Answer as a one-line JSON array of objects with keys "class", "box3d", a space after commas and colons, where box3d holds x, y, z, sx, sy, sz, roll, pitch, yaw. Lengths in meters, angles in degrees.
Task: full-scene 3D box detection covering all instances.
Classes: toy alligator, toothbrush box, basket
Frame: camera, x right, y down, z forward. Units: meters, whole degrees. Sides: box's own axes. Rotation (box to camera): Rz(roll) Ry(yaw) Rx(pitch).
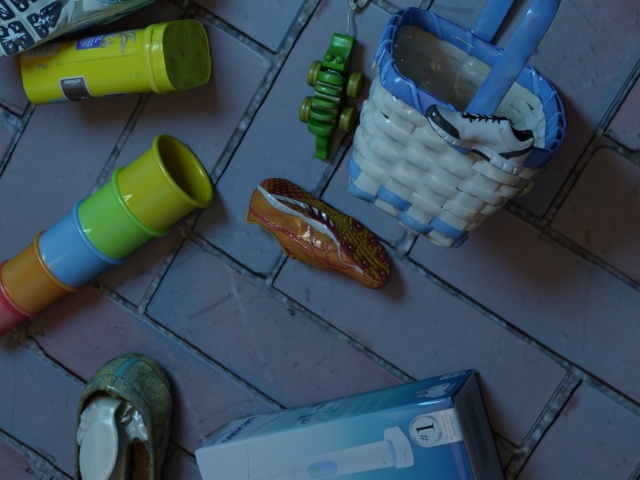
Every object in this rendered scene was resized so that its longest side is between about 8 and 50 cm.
[{"class": "toy alligator", "box3d": [0.015, -0.175, 1.838, 0.056, 0.051, 0.190, 16, 104, 13]}, {"class": "toothbrush box", "box3d": [0.043, 0.280, 1.869, 0.295, 0.126, 0.216, -15, 96, 18]}, {"class": "basket", "box3d": [0.153, -0.161, 1.704, 0.201, 0.255, 0.289, 24, 120, -3]}]

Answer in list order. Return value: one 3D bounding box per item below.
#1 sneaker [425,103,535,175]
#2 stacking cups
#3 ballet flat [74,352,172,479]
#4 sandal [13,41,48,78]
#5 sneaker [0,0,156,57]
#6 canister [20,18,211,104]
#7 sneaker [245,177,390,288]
[{"class": "sneaker", "box3d": [0.144, -0.100, 1.574, 0.109, 0.040, 0.044, 23, 119, -21]}, {"class": "stacking cups", "box3d": [-0.267, 0.006, 1.932, 0.316, 0.096, 0.096, -34, 89, 19]}, {"class": "ballet flat", "box3d": [-0.233, 0.300, 1.964, 0.123, 0.123, 0.349, 9, 102, 15]}, {"class": "sandal", "box3d": [-0.353, -0.293, 1.912, 0.079, 0.088, 0.240, -2, 104, 11]}, {"class": "sneaker", "box3d": [-0.275, -0.248, 1.840, 0.283, 0.122, 0.110, -14, 83, 2]}, {"class": "canister", "box3d": [-0.218, -0.188, 1.870, 0.170, 0.126, 0.073, -5, 99, 20]}, {"class": "sneaker", "box3d": [0.000, 0.000, 1.878, 0.175, 0.064, 0.067, 36, 128, 14]}]
